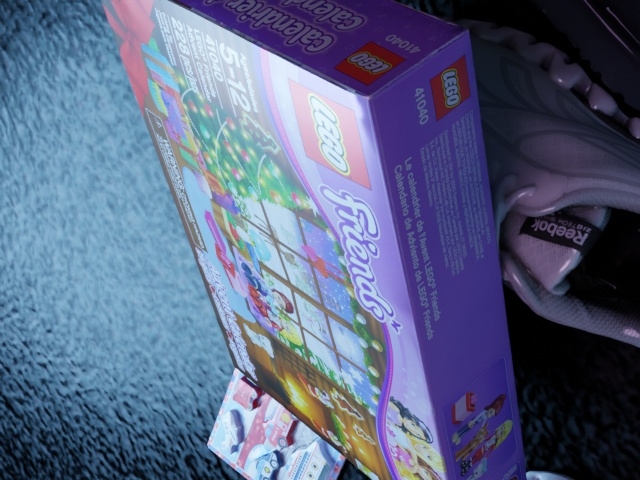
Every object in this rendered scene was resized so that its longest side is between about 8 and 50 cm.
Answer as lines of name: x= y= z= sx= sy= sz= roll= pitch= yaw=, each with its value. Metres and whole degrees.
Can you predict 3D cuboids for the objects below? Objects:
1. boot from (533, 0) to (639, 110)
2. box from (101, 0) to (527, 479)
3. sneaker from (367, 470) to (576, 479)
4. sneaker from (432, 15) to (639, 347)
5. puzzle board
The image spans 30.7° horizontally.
boot: x=0.142 y=-0.199 z=0.477 sx=0.246 sy=0.094 sz=0.207 roll=49 pitch=131 yaw=3
box: x=0.000 y=0.000 z=0.575 sx=0.201 sy=0.057 sz=0.293 roll=32 pitch=149 yaw=40
sneaker: x=0.051 y=0.199 z=0.683 sx=0.236 sy=0.104 sz=0.095 roll=-20 pitch=95 yaw=40
sneaker: x=0.100 y=-0.027 z=0.559 sx=0.292 sy=0.118 sz=0.110 roll=27 pitch=122 yaw=28
puzzle board: x=-0.023 y=0.119 z=0.767 sx=0.096 sy=0.011 sz=0.128 roll=35 pitch=124 yaw=22
